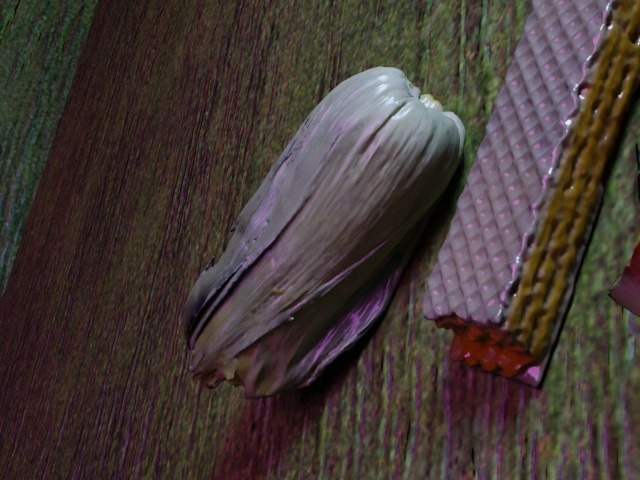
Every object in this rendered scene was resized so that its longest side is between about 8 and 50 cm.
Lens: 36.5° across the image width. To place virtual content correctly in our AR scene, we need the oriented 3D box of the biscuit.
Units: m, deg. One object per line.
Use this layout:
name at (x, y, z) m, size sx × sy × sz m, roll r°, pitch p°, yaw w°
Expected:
biscuit at (0.165, -0.093, 0.664) m, size 0.094 × 0.054 × 0.379 m, roll 9°, pitch 77°, yaw 62°

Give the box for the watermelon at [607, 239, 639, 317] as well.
watermelon at (0.225, -0.008, 0.465) m, size 0.145 × 0.137 × 0.193 m, roll 93°, pitch -179°, yaw -56°

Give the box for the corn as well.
corn at (-0.002, 0.000, 0.804) m, size 0.305 × 0.123 × 0.122 m, roll -57°, pitch 31°, yaw 17°
